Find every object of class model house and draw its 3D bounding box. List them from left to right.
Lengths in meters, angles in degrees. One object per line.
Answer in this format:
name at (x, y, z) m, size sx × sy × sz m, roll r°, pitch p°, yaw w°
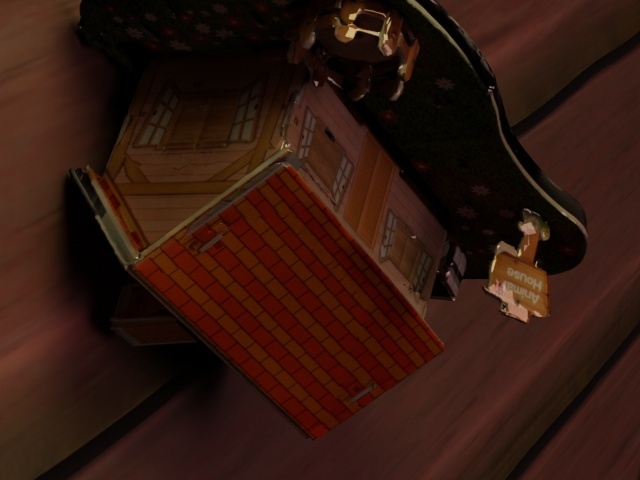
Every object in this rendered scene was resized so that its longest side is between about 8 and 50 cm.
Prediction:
model house at (-0.001, -0.001, 0.896) m, size 0.294 × 0.207 × 0.154 m, roll 48°, pitch 51°, yaw -46°
